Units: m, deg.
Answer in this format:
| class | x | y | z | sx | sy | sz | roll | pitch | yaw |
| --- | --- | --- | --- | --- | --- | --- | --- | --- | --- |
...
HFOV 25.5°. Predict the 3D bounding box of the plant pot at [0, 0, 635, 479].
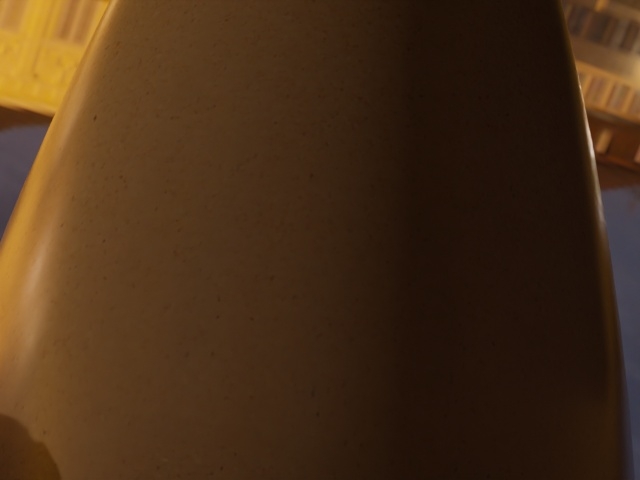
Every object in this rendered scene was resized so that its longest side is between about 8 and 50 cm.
| class | x | y | z | sx | sy | sz | roll | pitch | yaw |
| --- | --- | --- | --- | --- | --- | --- | --- | --- | --- |
| plant pot | 0.000 | 0.000 | 0.507 | 0.257 | 0.273 | 0.256 | 8 | 172 | 1 |
